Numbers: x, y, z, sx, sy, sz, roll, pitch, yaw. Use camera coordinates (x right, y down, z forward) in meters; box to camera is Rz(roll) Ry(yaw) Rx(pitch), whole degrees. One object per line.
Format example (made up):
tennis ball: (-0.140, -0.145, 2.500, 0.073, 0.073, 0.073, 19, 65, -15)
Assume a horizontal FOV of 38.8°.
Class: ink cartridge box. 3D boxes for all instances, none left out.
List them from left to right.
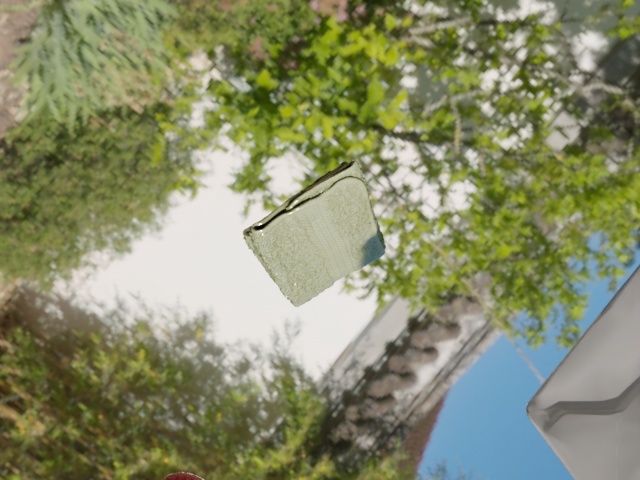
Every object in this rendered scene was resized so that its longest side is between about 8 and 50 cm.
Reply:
ink cartridge box: (0.180, 0.061, 0.350, 0.104, 0.180, 0.060, -58, -142, 20)

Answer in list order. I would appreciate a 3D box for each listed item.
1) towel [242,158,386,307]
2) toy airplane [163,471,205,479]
towel: (0.000, 0.000, 0.755, 0.110, 0.027, 0.148, -33, 151, -5)
toy airplane: (-0.119, 0.493, 1.238, 0.272, 0.384, 0.386, -40, 174, 4)
